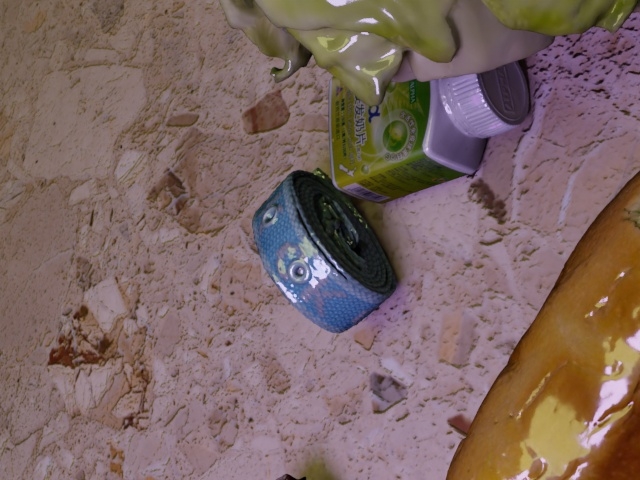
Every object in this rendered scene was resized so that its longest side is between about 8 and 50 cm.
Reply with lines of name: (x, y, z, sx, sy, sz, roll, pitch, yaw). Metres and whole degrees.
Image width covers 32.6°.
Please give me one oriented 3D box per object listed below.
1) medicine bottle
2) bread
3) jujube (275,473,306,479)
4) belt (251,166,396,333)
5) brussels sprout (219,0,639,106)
medicine bottle: (0.102, -0.124, 1.069, 0.188, 0.088, 0.132, -19, 64, 41)
bread: (0.219, 0.094, 0.808, 0.344, 0.148, 0.195, -61, 3, 11)
jujube: (-0.009, 0.306, 1.044, 0.104, 0.104, 0.166, -47, 38, 24)
belt: (0.004, 0.007, 1.092, 0.082, 0.147, 0.163, -44, 78, 22)
brussels sprout: (0.083, -0.329, 0.901, 0.425, 0.342, 0.361, -6, 113, 22)
